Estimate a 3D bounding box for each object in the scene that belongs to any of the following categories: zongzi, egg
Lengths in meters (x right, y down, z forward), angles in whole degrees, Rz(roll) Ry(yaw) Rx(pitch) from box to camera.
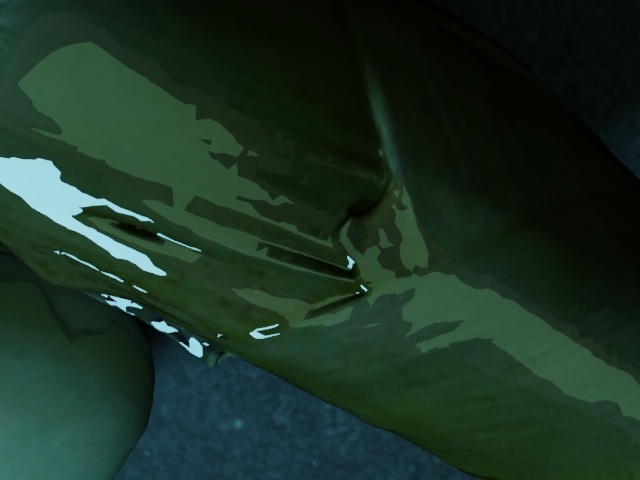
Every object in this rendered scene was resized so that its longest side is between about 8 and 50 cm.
[{"bbox_3d":[0.000,0.000,0.365,0.447,0.418,0.181,13,114,-41],"label":"zongzi"},{"bbox_3d":[-0.199,0.092,0.551,0.217,0.183,0.183,-5,108,7],"label":"egg"}]
